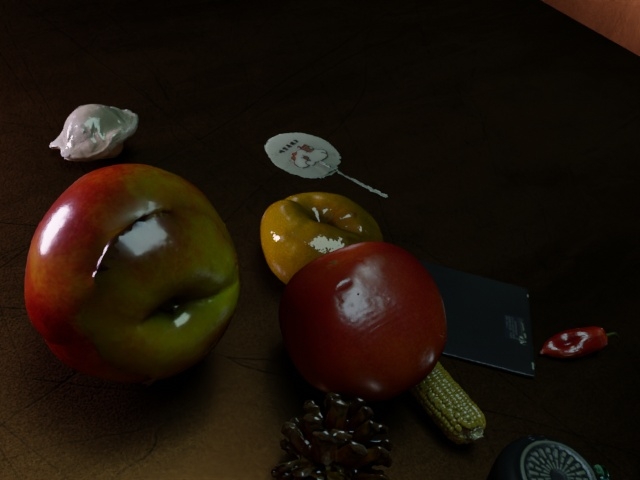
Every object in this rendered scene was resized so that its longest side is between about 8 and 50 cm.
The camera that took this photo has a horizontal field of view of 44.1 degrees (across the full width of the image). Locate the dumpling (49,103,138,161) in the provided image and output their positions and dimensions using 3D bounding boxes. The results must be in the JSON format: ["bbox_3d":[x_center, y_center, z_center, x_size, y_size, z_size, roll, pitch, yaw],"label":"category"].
[{"bbox_3d":[-0.479,-0.225,1.697,0.199,0.118,0.136,-27,51,-15],"label":"dumpling"}]

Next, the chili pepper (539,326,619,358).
[{"bbox_3d":[0.524,0.203,1.593,0.191,0.050,0.059,-10,62,-19],"label":"chili pepper"}]

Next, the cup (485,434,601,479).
[{"bbox_3d":[0.337,0.417,1.175,0.169,0.176,0.223,-18,53,-38],"label":"cup"}]

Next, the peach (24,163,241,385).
[{"bbox_3d":[-0.305,0.052,1.267,0.370,0.370,0.370,10,39,-8],"label":"peach"}]

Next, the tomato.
[{"bbox_3d":[0.060,0.127,1.340,0.299,0.226,0.298,-19,32,12],"label":"tomato"}]

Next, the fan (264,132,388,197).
[{"bbox_3d":[0.019,-0.179,1.897,0.329,0.009,0.191,29,40,16],"label":"fan"}]

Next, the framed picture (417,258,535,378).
[{"bbox_3d":[0.267,0.143,1.604,0.339,0.014,0.255,15,40,-2],"label":"framed picture"}]

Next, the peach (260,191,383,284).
[{"bbox_3d":[0.000,0.000,1.572,0.251,0.153,0.251,16,39,-14],"label":"peach"}]

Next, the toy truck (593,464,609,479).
[{"bbox_3d":[0.453,0.421,1.288,0.080,0.078,0.154,11,39,-9],"label":"toy truck"}]

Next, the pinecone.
[{"bbox_3d":[0.024,0.320,1.199,0.179,0.149,0.195,24,30,2],"label":"pinecone"}]

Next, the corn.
[{"bbox_3d":[0.201,0.262,1.387,0.080,0.080,0.238,-15,46,-33],"label":"corn"}]
